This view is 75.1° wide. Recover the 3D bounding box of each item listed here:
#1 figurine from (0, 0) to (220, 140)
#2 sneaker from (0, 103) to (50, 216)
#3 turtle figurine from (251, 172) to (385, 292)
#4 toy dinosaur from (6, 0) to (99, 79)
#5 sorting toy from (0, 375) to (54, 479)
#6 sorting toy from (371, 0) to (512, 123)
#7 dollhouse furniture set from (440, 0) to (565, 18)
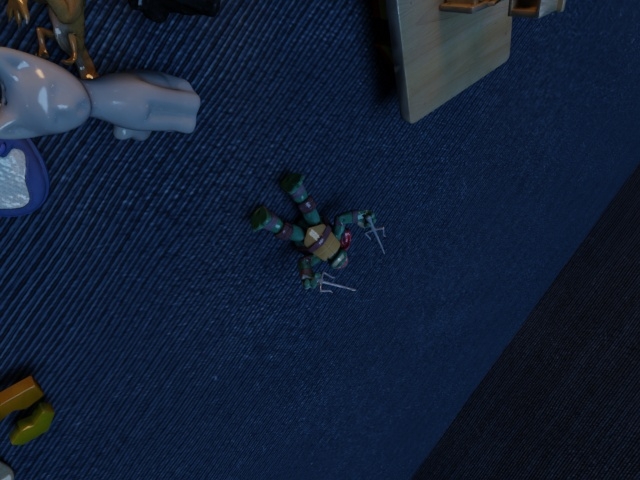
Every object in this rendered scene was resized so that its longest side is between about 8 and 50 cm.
[{"bbox_3d":[-0.195,-0.189,0.380,0.209,0.092,0.215,-39,149,-67],"label":"figurine"},{"bbox_3d":[-0.346,-0.117,0.339,0.112,0.131,0.296,-40,137,-16],"label":"sneaker"},{"bbox_3d":[0.000,0.000,0.718,0.234,0.118,0.175,41,72,-32],"label":"turtle figurine"},{"bbox_3d":[-0.252,-0.245,0.402,0.112,0.064,0.212,-38,147,-57],"label":"toy dinosaur"},{"bbox_3d":[-0.500,0.295,0.524,0.307,0.041,0.229,-30,144,-29],"label":"sorting toy"},{"bbox_3d":[0.189,-0.367,0.663,0.257,0.089,0.256,-36,134,-18],"label":"sorting toy"},{"bbox_3d":[0.245,-0.390,0.512,0.101,0.161,0.182,-31,133,-22],"label":"dollhouse furniture set"}]
